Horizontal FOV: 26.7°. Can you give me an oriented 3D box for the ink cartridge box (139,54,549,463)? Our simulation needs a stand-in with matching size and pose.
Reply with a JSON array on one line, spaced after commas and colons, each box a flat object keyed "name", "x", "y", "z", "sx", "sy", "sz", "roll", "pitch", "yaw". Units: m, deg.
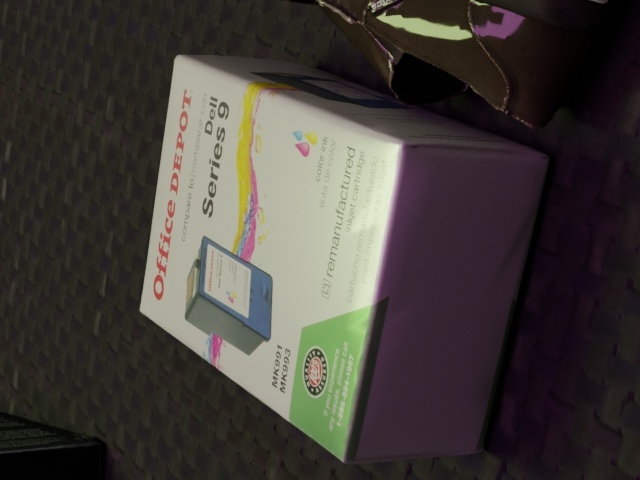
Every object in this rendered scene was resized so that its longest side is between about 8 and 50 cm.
[{"name": "ink cartridge box", "x": 0.000, "y": 0.000, "z": 0.693, "sx": 0.212, "sy": 0.093, "sz": 0.154, "roll": 30, "pitch": 114, "yaw": 52}]

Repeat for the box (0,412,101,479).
[{"name": "box", "x": -0.260, "y": 0.219, "z": 1.033, "sx": 0.207, "sy": 0.108, "sz": 0.153, "roll": -1, "pitch": 89, "yaw": 54}]

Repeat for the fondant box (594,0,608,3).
[{"name": "fondant box", "x": -0.036, "y": -0.221, "z": 0.585, "sx": 0.330, "sy": 0.238, "sz": 0.096, "roll": 52, "pitch": 129, "yaw": 53}]

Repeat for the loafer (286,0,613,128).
[{"name": "loafer", "x": 0.039, "y": -0.106, "z": 0.650, "sx": 0.220, "sy": 0.080, "sz": 0.078, "roll": 28, "pitch": 111, "yaw": 51}]
